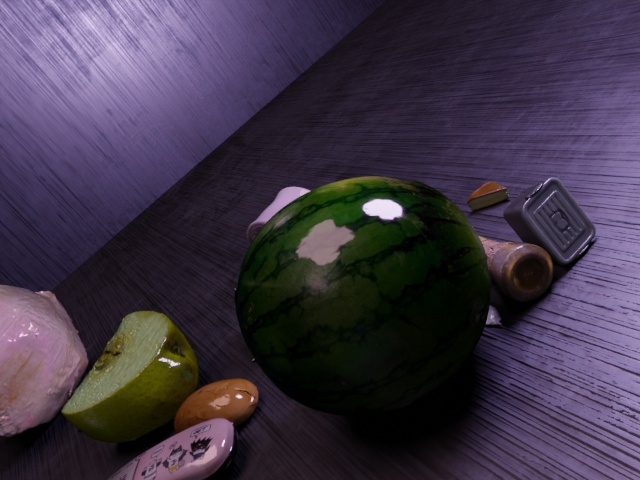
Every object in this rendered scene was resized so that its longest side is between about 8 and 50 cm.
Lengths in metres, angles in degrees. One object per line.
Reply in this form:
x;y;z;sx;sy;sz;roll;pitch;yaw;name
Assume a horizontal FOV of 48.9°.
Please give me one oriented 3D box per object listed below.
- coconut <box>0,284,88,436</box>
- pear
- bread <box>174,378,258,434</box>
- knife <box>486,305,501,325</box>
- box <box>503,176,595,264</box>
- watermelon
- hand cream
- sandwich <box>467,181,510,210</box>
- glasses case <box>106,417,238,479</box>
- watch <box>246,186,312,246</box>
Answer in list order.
-0.792;0.288;1.798;0.405;0.404;0.404;-32;23;15;coconut
-0.344;0.278;1.428;0.292;0.159;0.292;-31;27;18;pear
-0.195;0.301;1.266;0.189;0.077;0.114;-23;31;27;bread
0.194;0.098;1.140;0.047;0.017;0.298;-47;27;-16;knife
0.334;-0.026;1.043;0.084;0.122;0.069;-43;11;-16;box
0.055;0.076;0.983;0.363;0.363;0.363;-32;23;15;watermelon
0.270;0.029;1.085;0.084;0.084;0.203;-40;18;-4;hand cream
0.312;-0.087;1.299;0.083;0.031;0.044;-18;33;35;sandwich
-0.268;0.399;1.179;0.314;0.075;0.122;-32;22;16;glasses case
0.000;0.000;1.345;0.244;0.231;0.196;-11;32;54;watch
